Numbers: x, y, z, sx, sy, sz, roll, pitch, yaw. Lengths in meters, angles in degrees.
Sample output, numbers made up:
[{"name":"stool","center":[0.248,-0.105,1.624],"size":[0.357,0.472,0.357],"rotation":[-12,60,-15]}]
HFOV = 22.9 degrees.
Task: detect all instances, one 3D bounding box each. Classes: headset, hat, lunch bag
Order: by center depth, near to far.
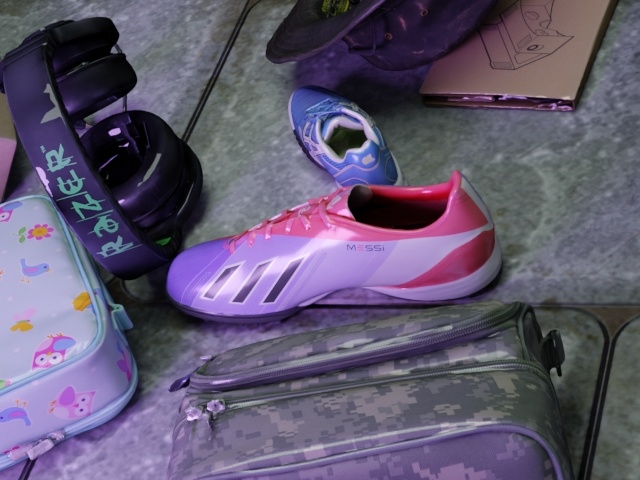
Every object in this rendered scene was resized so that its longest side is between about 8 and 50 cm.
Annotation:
[{"name":"lunch bag","center":[0.039,0.164,1.184],"size":[0.305,0.212,0.256],"rotation":[-12,25,10]},{"name":"lunch bag","center":[-0.292,0.087,1.469],"size":[0.224,0.108,0.279],"rotation":[-22,42,-7]},{"name":"headset","center":[-0.241,-0.099,1.571],"size":[0.185,0.243,0.394],"rotation":[-27,23,10]},{"name":"hat","center":[0.102,-0.265,1.638],"size":[0.331,0.134,0.331],"rotation":[-41,18,16]}]

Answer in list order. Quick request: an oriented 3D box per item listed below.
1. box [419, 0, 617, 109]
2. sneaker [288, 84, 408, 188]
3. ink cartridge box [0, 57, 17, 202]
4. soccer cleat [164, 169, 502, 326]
[{"name":"box","center":[0.211,-0.209,1.640],"size":[0.164,0.021,0.201],"rotation":[4,46,27]},{"name":"sneaker","center":[0.024,-0.107,1.564],"size":[0.080,0.081,0.211],"rotation":[-31,40,-8]},{"name":"ink cartridge box","center":[-0.458,-0.140,1.710],"size":[0.235,0.088,0.193],"rotation":[8,33,-25]},{"name":"soccer cleat","center":[0.000,0.000,1.431],"size":[0.318,0.116,0.108],"rotation":[-6,43,17]}]
